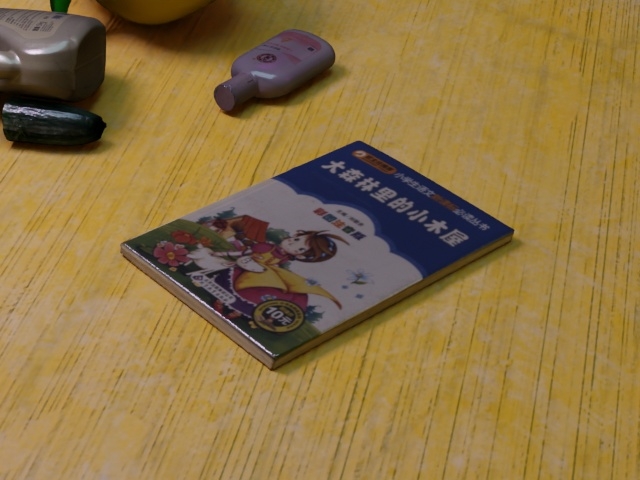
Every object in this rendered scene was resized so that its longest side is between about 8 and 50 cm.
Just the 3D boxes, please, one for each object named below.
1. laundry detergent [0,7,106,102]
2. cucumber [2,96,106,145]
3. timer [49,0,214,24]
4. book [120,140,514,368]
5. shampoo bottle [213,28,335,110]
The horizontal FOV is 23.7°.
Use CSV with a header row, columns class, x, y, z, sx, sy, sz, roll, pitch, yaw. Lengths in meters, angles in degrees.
class,x,y,z,sx,sy,sz,roll,pitch,yaw
laundry detergent,-0.369,-0.206,1.652,0.253,0.091,0.181,7,18,5
cucumber,-0.278,-0.121,1.604,0.105,0.048,0.048,8,36,1
timer,-0.238,-0.358,1.780,0.285,0.285,0.285,3,35,-2
book,0.000,0.000,1.486,0.322,0.018,0.228,-27,46,-36
shampoo bottle,-0.058,-0.192,1.728,0.080,0.040,0.165,27,40,26
